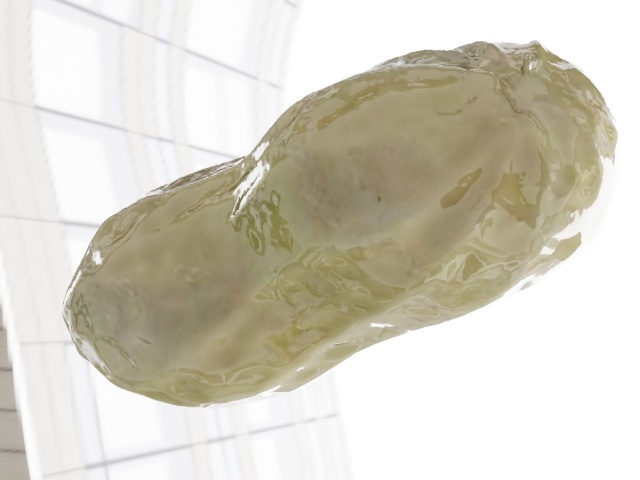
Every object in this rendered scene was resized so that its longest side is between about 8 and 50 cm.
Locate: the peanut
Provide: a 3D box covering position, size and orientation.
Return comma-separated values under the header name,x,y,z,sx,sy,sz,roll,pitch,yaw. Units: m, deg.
name,x,y,z,sx,sy,sz,roll,pitch,yaw
peanut,0.000,0.000,0.479,0.214,0.098,0.090,-28,-100,28
